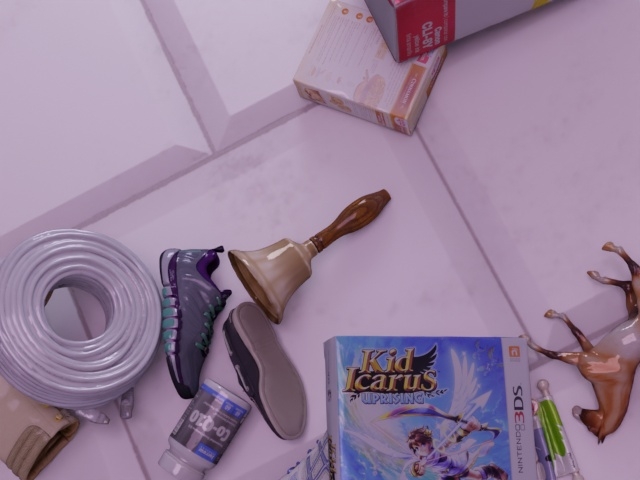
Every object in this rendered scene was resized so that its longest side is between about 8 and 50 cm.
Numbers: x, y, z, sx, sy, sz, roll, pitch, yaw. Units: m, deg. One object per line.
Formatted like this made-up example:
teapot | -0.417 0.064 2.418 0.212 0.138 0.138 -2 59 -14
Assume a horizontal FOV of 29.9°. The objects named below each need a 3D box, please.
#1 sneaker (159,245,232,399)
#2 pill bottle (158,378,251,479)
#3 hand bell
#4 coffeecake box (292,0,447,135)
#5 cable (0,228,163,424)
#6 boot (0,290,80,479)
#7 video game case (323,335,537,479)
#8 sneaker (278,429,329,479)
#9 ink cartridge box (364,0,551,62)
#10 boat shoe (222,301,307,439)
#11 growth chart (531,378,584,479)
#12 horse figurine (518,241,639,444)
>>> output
sneaker | -0.173 0.112 1.712 0.098 0.083 0.224 -8 73 4
pill bottle | -0.163 0.269 1.667 0.078 0.078 0.137 30 83 17
hand bell | 0.000 0.000 1.713 0.242 0.126 0.126 -35 71 -14
coffeecake box | 0.075 -0.256 1.769 0.185 0.068 0.142 21 78 16
cable | -0.348 0.108 1.682 0.257 0.089 0.257 21 60 -19
boot | -0.418 0.194 1.728 0.203 0.095 0.262 32 84 17
video game case | 0.143 0.247 1.547 0.269 0.061 0.244 1 75 -14
sneaker | -0.002 0.317 1.609 0.131 0.112 0.296 8 68 30
ink cartridge box | 0.228 -0.464 1.711 0.384 0.160 0.279 -22 65 -3
boat shoe | -0.082 0.190 1.695 0.065 0.075 0.206 -37 72 45
growth chart | 0.232 0.312 1.610 0.237 0.021 0.172 -25 73 4
horse figurine | 0.399 0.118 1.607 0.263 0.066 0.174 -46 67 -1
